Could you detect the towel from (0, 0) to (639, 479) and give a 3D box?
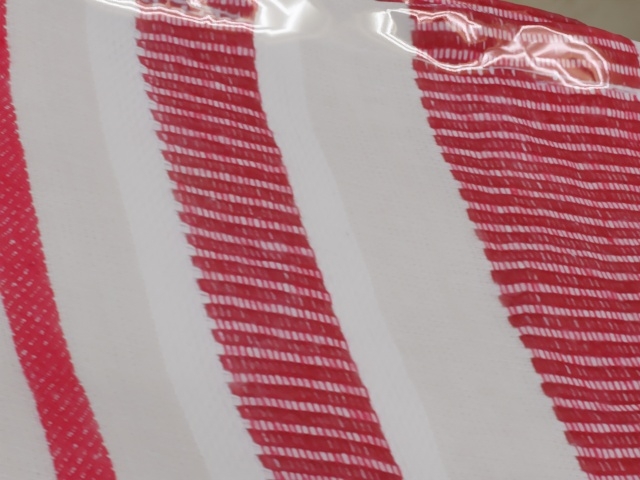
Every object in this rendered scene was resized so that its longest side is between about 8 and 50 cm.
[{"bbox_3d":[0.000,0.000,0.451,0.329,0.037,0.237,11,37,-26],"label":"towel"}]
